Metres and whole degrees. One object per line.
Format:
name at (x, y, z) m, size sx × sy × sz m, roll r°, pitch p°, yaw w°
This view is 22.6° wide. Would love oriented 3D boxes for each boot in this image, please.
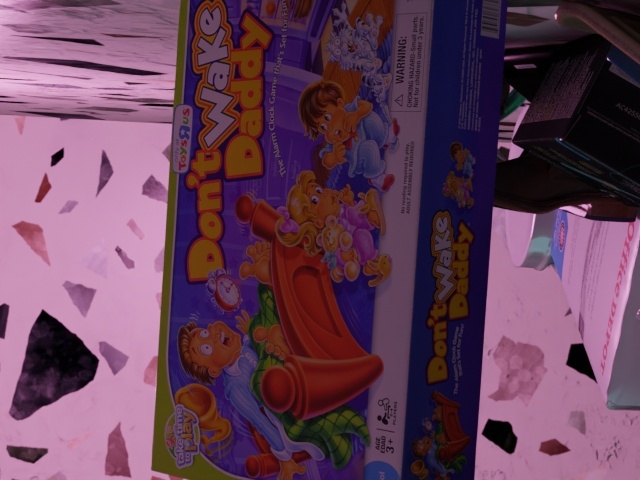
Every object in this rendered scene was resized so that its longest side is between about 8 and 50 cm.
boot at (0.196, -0.078, 1.419) m, size 0.219 × 0.106 × 0.082 m, roll 4°, pitch -171°, yaw -33°

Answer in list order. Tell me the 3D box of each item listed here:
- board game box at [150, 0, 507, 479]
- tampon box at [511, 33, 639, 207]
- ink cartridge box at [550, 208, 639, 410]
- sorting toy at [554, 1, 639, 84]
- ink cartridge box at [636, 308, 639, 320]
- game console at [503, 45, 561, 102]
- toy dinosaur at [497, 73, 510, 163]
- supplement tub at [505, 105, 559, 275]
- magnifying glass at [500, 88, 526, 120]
board game box at (0.000, 0.000, 1.076) m, size 0.233 × 0.347 × 0.078 m, roll 4°, pitch -179°, yaw 43°
tampon box at (0.245, -0.096, 1.295) m, size 0.120 × 0.101 × 0.161 m, roll 28°, pitch 179°, yaw -7°
ink cartridge box at (0.336, -0.001, 1.633) m, size 0.129 × 0.223 × 0.307 m, roll 3°, pitch -150°, yaw -5°
sorting toy at (0.326, -0.092, 1.143) m, size 0.307 × 0.041 × 0.229 m, roll 1°, pitch -149°, yaw -48°
ink cartridge box at (0.438, 0.032, 1.284) m, size 0.270 × 0.197 × 0.198 m, roll 36°, pitch -139°, yaw 20°
game console at (0.229, -0.165, 1.462) m, size 0.107 × 0.071 × 0.122 m, roll 36°, pitch 166°, yaw -25°
toy dinosaur at (0.102, -0.134, 1.405) m, size 0.160 × 0.121 × 0.313 m, roll -3°, pitch 169°, yaw 0°
supplement tub at (0.404, -0.057, 1.960) m, size 0.324 × 0.235 × 0.235 m, roll 4°, pitch -178°, yaw -4°
magnifying glass at (0.126, -0.105, 1.623) m, size 0.092 × 0.026 × 0.231 m, roll -4°, pitch 148°, yaw -49°
